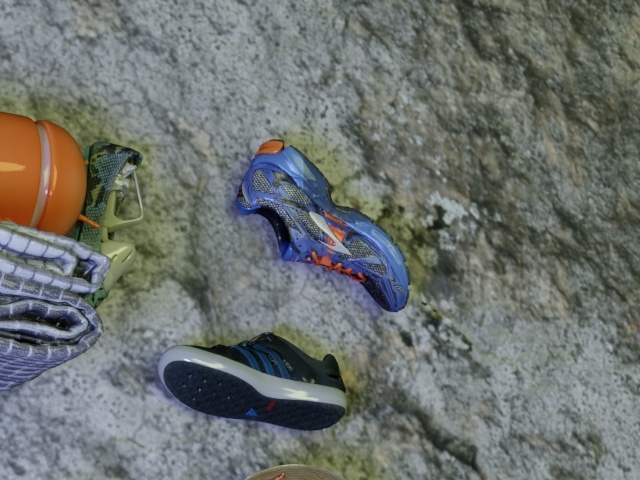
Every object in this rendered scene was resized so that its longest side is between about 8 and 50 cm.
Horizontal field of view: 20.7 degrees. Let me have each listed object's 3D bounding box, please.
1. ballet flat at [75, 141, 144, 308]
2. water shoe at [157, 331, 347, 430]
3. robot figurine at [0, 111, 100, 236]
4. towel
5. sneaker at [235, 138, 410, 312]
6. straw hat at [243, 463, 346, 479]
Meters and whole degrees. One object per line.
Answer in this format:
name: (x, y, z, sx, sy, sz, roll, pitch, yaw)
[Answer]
ballet flat: (-0.202, -0.009, 1.672, 0.070, 0.070, 0.188, 14, 68, -25)
water shoe: (-0.070, 0.129, 1.714, 0.203, 0.073, 0.080, 20, 42, -27)
robot figurine: (-0.308, -0.056, 1.597, 0.219, 0.158, 0.128, 8, 91, -28)
towel: (-0.349, 0.048, 1.476, 0.284, 0.235, 0.121, 15, 71, -24)
sneaker: (0.000, 0.000, 1.793, 0.221, 0.083, 0.087, 42, 71, -4)
straw hat: (-0.037, 0.251, 1.679, 0.144, 0.144, 0.061, 15, 24, -25)
